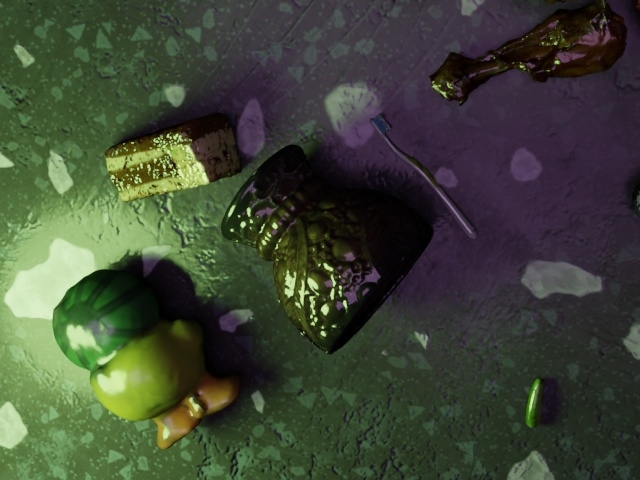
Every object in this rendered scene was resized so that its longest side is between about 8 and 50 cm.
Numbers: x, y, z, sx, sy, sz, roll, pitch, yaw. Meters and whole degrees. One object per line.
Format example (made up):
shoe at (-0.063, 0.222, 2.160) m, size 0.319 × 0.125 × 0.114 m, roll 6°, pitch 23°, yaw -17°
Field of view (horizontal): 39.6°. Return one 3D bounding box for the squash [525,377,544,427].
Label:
squash at (0.365, 0.277, 1.513) m, size 0.027 × 0.027 × 0.089 m, roll 6°, pitch 101°, yaw 10°

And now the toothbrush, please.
toothbrush at (0.170, -0.102, 1.468) m, size 0.026 × 0.022 × 0.263 m, roll -38°, pitch 93°, yaw 28°

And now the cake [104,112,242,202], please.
cake at (-0.268, -0.130, 1.488) m, size 0.246 × 0.135 × 0.112 m, roll -13°, pitch 100°, yaw 14°

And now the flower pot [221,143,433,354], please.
flower pot at (0.000, 0.000, 1.416) m, size 0.267 × 0.266 × 0.266 m, roll 41°, pitch 107°, yaw 11°

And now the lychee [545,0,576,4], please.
lychee at (0.349, -0.454, 1.219) m, size 0.267 × 0.267 × 0.267 m, roll 2°, pitch 103°, yaw 10°

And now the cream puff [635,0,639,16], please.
cream puff at (0.565, -0.392, 1.262) m, size 0.240 × 0.164 × 0.240 m, roll 2°, pitch 97°, yaw 14°

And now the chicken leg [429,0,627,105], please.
chicken leg at (0.316, -0.286, 1.374) m, size 0.304 × 0.093 × 0.113 m, roll -13°, pitch 82°, yaw 21°

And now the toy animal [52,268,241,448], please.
toy animal at (-0.318, 0.202, 1.540) m, size 0.216 × 0.191 × 0.338 m, roll -41°, pitch 92°, yaw 17°

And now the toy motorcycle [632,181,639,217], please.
toy motorcycle at (0.607, 0.009, 1.374) m, size 0.171 × 0.089 × 0.298 m, roll -28°, pitch 95°, yaw 14°
